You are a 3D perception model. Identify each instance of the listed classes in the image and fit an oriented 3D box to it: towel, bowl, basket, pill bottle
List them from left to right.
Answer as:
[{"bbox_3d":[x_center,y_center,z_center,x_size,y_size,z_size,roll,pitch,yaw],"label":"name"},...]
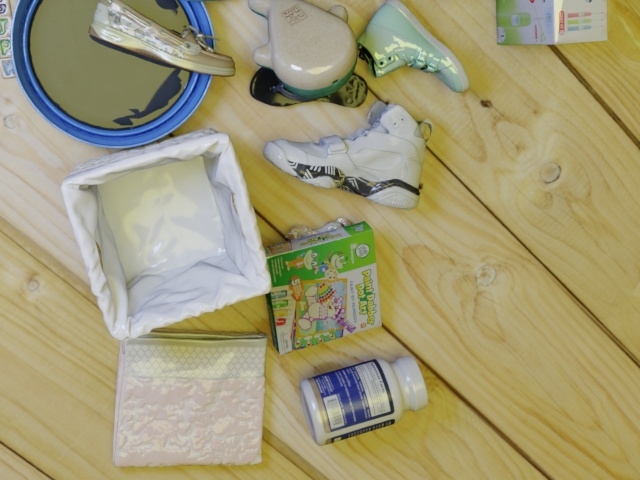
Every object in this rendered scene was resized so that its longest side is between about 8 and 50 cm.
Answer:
[{"bbox_3d":[-0.406,-0.379,1.753,0.391,0.077,0.391,-3,102,-16],"label":"bowl"},{"bbox_3d":[-0.306,-0.028,1.763,0.331,0.266,0.328,-18,105,-10],"label":"basket"},{"bbox_3d":[-0.283,0.351,1.962,0.331,0.053,0.317,3,101,-13],"label":"towel"},{"bbox_3d":[0.097,0.352,1.995,0.264,0.153,0.153,-14,105,-10],"label":"pill bottle"}]

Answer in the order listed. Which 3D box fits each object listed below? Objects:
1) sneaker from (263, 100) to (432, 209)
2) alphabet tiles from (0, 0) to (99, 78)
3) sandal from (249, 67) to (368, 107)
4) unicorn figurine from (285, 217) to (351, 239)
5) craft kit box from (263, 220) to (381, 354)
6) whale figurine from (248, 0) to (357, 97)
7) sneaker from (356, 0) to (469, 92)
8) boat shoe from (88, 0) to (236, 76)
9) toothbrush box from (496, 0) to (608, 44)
[{"bbox_3d":[0.068,-0.205,1.883,0.365,0.137,0.210,15,98,-21],"label":"sneaker"},{"bbox_3d":[-0.525,-0.433,1.759,0.237,0.009,0.198,-9,103,-11],"label":"alphabet tiles"},{"bbox_3d":[-0.022,-0.329,1.873,0.254,0.054,0.097,-1,102,-13],"label":"sandal"},{"bbox_3d":[0.000,0.000,1.953,0.162,0.060,0.111,-31,106,-22],"label":"unicorn figurine"},{"bbox_3d":[0.004,0.104,1.935,0.246,0.061,0.250,-16,119,-17],"label":"craft kit box"},{"bbox_3d":[-0.039,-0.403,1.802,0.216,0.141,0.272,-32,66,-8],"label":"whale figurine"},{"bbox_3d":[0.189,-0.372,1.890,0.256,0.094,0.151,43,84,-8],"label":"sneaker"},{"bbox_3d":[-0.290,-0.383,1.690,0.285,0.104,0.089,16,99,-18],"label":"boat shoe"},{"bbox_3d":[0.468,-0.509,1.828,0.122,0.283,0.206,-7,104,-12],"label":"toothbrush box"}]
